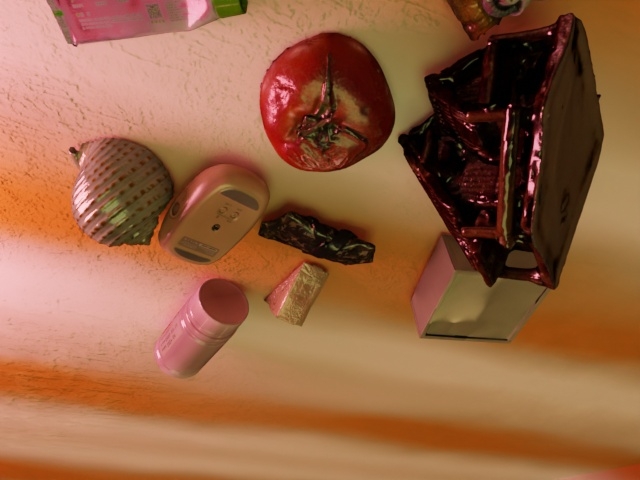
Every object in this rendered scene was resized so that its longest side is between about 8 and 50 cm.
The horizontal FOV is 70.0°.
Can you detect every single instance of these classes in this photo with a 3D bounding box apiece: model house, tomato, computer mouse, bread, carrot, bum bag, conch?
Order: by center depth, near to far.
[{"bbox_3d":[0.163,-0.375,0.582,0.070,0.070,0.260,-29,128,22],"label":"carrot"},{"bbox_3d":[0.235,-0.125,0.709,0.283,0.297,0.317,17,159,46],"label":"model house"},{"bbox_3d":[0.011,-0.194,0.726,0.228,0.101,0.228,1,134,1],"label":"tomato"},{"bbox_3d":[-0.358,-0.071,0.797,0.172,0.131,0.200,-24,130,20],"label":"conch"},{"bbox_3d":[-0.199,-0.048,0.851,0.145,0.082,0.236,23,125,-37],"label":"computer mouse"},{"bbox_3d":[0.000,0.000,0.923,0.248,0.069,0.102,16,166,-19],"label":"bum bag"},{"bbox_3d":[-0.056,0.112,1.057,0.077,0.105,0.152,28,94,-25],"label":"bread"}]

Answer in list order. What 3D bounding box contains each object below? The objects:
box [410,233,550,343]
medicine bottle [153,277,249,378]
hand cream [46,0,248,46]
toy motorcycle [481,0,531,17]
[{"bbox_3d":[0.348,0.109,1.012,0.225,0.117,0.225,5,132,-9],"label":"box"},{"bbox_3d":[-0.279,0.208,1.059,0.133,0.133,0.249,26,128,-24],"label":"medicine bottle"},{"bbox_3d":[-0.241,-0.324,0.633,0.275,0.050,0.079,-3,108,7],"label":"hand cream"},{"bbox_3d":[0.287,-0.405,0.547,0.171,0.110,0.260,-9,128,-26],"label":"toy motorcycle"}]
